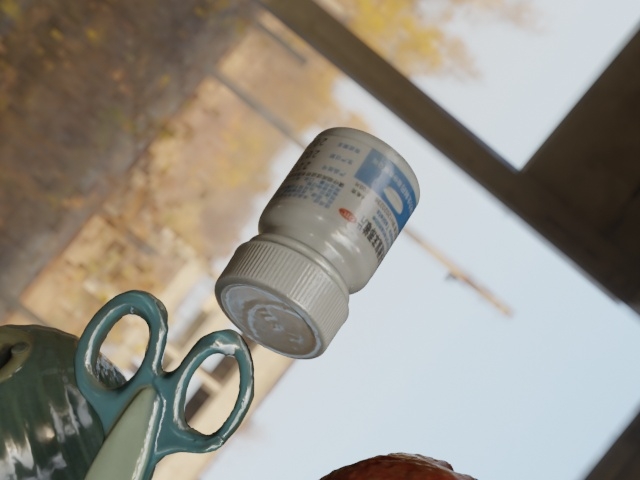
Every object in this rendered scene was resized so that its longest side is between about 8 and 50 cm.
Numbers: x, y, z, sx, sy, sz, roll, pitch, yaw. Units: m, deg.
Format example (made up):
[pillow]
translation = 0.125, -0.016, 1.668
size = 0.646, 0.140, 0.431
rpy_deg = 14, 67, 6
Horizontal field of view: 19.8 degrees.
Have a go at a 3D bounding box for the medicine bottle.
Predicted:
[medicine bottle]
translation = 0.000, 0.000, 1.446
size = 0.168, 0.105, 0.105
rpy_deg = -57, -173, -28

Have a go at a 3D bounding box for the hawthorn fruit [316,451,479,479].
[hawthorn fruit]
translation = 0.041, 0.270, 1.247
size = 0.253, 0.205, 0.205
rpy_deg = -54, -174, -10

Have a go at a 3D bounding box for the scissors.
[scissors]
translation = -0.152, 0.182, 1.322
size = 0.289, 0.138, 0.041
rpy_deg = -66, 169, 0

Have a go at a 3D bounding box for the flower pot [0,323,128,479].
[flower pot]
translation = -0.270, 0.163, 1.497
size = 0.243, 0.157, 0.189
rpy_deg = -21, -147, 0
